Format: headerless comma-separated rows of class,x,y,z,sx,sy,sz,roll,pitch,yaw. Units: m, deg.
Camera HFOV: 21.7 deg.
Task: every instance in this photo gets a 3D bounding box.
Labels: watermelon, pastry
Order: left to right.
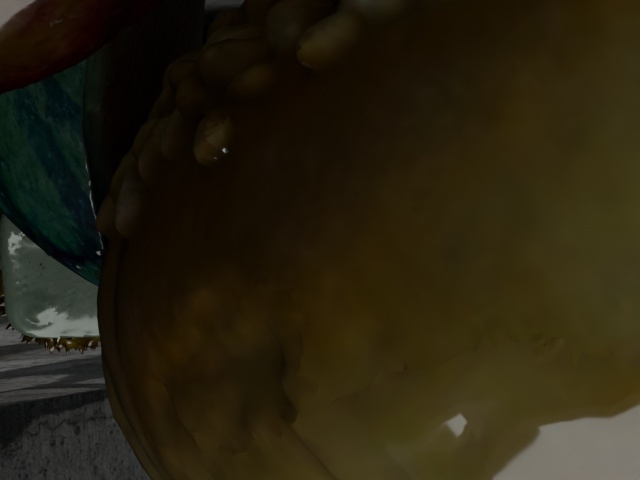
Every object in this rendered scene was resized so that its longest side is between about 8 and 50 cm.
watermelon,-0.106,-0.048,0.661,0.128,0.146,0.231,-8,175,4
pastry,0.106,-0.017,0.623,0.409,0.245,0.409,-25,167,-6

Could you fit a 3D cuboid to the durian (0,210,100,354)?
durian,-0.146,-0.004,1.016,0.168,0.137,0.158,-21,173,-17

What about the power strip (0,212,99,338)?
power strip,0.000,0.000,0.911,0.385,0.091,0.062,-1,-149,-4

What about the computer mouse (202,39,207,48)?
computer mouse,-0.031,-0.073,0.853,0.229,0.068,0.113,-17,-164,-28

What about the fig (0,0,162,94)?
fig,-0.154,-0.099,0.351,0.274,0.145,0.170,3,175,27
